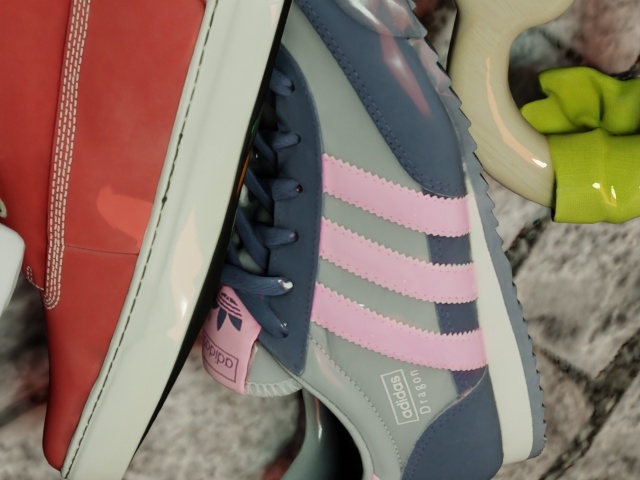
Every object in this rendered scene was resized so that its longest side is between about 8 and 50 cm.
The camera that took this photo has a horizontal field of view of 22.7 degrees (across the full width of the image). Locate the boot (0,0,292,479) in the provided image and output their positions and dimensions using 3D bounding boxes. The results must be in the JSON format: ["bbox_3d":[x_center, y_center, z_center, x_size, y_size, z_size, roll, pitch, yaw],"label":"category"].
[{"bbox_3d":[-0.117,-0.030,0.596,0.176,0.088,0.244,16,114,0],"label":"boot"}]

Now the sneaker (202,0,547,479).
[{"bbox_3d":[0.000,0.000,0.673,0.131,0.112,0.319,-27,120,-10],"label":"sneaker"}]

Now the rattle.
[{"bbox_3d":[0.102,-0.117,0.671,0.130,0.143,0.199,-24,110,31],"label":"rattle"}]

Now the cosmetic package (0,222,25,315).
[{"bbox_3d":[-0.329,0.023,0.411,0.453,0.161,0.230,26,71,-36],"label":"cosmetic package"}]
